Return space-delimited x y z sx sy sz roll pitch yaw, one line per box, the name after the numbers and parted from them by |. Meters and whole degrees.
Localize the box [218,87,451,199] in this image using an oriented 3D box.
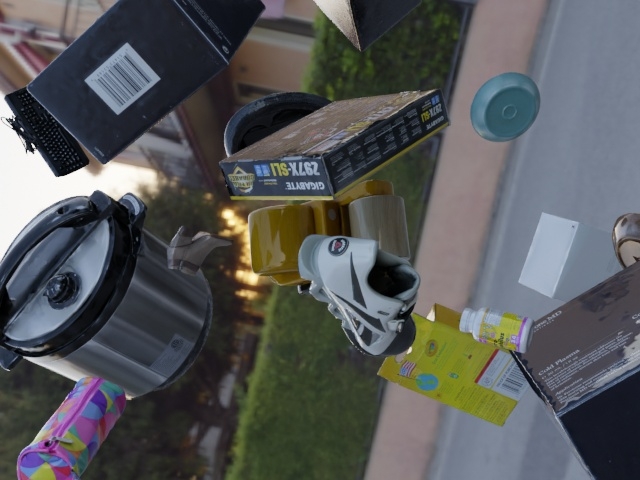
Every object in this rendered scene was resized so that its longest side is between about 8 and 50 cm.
0.025 -0.165 1.408 0.322 0.257 0.079 -34 -63 -38 | box

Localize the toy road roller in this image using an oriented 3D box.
0.000 0.000 1.706 0.330 0.241 0.202 -17 74 43 | toy road roller

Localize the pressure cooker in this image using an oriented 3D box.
-0.475 0.107 1.729 0.420 0.376 0.369 41 -135 -48 | pressure cooker

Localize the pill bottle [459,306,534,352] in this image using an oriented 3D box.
0.214 0.106 0.995 0.043 0.083 0.043 -39 -45 -53 | pill bottle

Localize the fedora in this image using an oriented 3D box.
-0.091 -0.300 2.190 0.152 0.334 0.334 -101 17 -46 | fedora

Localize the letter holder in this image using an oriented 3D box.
0.042 -0.504 1.396 0.152 0.214 0.302 -41 -17 -2 | letter holder

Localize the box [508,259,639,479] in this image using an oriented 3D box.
0.499 0.184 1.241 0.179 0.343 0.312 57 -173 -12 | box

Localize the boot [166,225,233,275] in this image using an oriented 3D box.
-0.231 0.025 1.547 0.042 0.119 0.086 -163 88 -69 | boot

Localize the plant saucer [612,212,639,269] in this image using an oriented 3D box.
0.602 0.038 1.478 0.036 0.198 0.198 -40 -11 -15 | plant saucer

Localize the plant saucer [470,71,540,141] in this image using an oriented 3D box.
0.300 -0.209 1.315 0.021 0.119 0.119 -109 27 -58 | plant saucer

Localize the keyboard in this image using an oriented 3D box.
-0.526 -0.207 1.553 0.100 0.192 0.038 -34 -2 -26 | keyboard

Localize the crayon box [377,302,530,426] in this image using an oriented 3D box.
0.314 0.274 1.861 0.081 0.319 0.202 -75 10 -60 | crayon box

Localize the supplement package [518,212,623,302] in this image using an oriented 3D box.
0.638 0.056 2.030 0.149 0.203 0.194 31 104 66 | supplement package

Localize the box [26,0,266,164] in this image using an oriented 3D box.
-0.273 -0.323 1.360 0.296 0.182 0.294 -32 23 26 | box

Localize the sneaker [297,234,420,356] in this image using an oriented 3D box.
0.106 0.099 1.317 0.330 0.146 0.122 44 -131 -48 | sneaker

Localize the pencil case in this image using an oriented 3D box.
-0.394 0.308 1.315 0.236 0.105 0.104 -73 -6 -69 | pencil case
